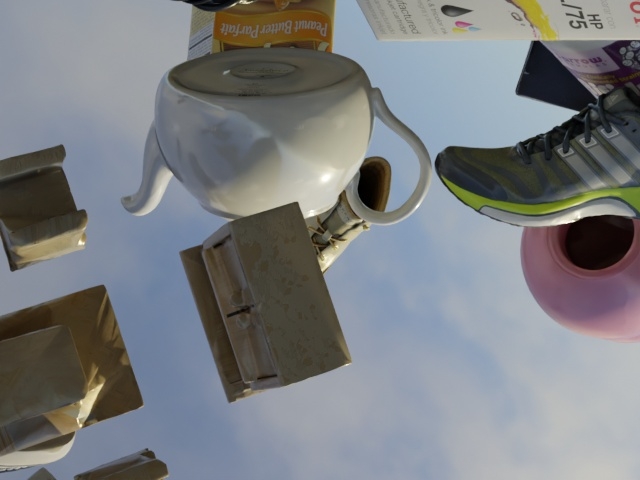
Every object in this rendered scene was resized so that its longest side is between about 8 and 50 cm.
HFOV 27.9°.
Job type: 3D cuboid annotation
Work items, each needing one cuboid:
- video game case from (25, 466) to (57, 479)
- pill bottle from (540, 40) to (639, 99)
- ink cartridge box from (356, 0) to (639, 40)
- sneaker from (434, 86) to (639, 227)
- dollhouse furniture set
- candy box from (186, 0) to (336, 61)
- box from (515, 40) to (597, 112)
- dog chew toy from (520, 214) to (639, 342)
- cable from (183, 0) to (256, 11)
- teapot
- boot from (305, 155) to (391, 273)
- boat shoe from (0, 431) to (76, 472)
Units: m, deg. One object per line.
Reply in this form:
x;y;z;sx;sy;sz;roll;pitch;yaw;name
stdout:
-0.507;0.467;1.845;0.061;0.269;0.244;44;-139;5;video game case
0.307;-0.228;1.278;0.301;0.169;0.169;35;-161;-38;pill bottle
0.160;-0.293;1.020;0.198;0.270;0.197;54;-132;-48;ink cartridge box
0.259;-0.089;1.255;0.300;0.121;0.111;-3;-151;-6;sneaker
-0.208;0.109;1.203;0.256;0.394;0.362;150;102;-72;dollhouse furniture set
-0.080;-0.254;1.731;0.183;0.087;0.316;11;-106;-29;candy box
0.381;-0.340;1.599;0.183;0.294;0.296;18;-146;8;box
0.366;0.033;1.553;0.206;0.206;0.332;54;-170;27;dog chew toy
-0.147;-0.259;1.233;0.184;0.047;0.150;10;-152;-22;cable
-0.053;-0.094;1.391;0.252;0.187;0.256;-19;-153;-34;teapot
0.000;0.000;1.906;0.095;0.262;0.203;40;153;-8;boot
-0.455;0.232;1.436;0.340;0.158;0.127;11;-145;-17;boat shoe
